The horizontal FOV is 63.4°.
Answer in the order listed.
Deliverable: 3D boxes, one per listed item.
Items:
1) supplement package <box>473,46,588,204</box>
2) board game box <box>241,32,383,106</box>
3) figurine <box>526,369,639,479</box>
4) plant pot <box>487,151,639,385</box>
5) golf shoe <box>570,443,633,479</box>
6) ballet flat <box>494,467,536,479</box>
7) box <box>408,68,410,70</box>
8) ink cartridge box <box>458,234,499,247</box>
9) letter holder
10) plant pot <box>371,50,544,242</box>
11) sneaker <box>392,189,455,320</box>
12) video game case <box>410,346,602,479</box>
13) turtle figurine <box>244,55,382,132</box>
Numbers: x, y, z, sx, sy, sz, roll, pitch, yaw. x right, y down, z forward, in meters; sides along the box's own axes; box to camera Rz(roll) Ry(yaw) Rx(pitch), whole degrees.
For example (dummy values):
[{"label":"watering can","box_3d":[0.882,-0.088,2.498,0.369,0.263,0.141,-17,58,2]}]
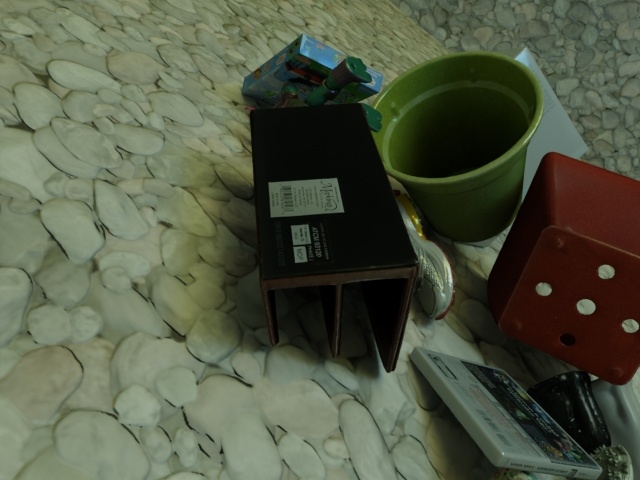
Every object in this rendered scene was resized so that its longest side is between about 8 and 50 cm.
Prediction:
[{"label":"supplement package","box_3d":[0.378,-0.237,1.112,0.262,0.199,0.198,47,0,-21]},{"label":"board game box","box_3d":[-0.021,-0.273,0.904,0.160,0.211,0.039,15,80,-31]},{"label":"figurine","box_3d":[0.415,0.300,0.733,0.215,0.092,0.209,11,50,-35]},{"label":"plant pot","box_3d":[0.402,0.051,0.777,0.267,0.267,0.236,25,29,20]},{"label":"golf shoe","box_3d":[0.339,0.332,0.608,0.086,0.069,0.176,42,58,-13]},{"label":"ballet flat","box_3d":[0.239,0.343,0.508,0.077,0.091,0.241,-18,55,-25]},{"label":"box","box_3d":[0.290,-0.288,1.272,0.257,0.128,0.122,22,37,-23]},{"label":"ink cartridge box","box_3d":[0.295,-0.056,1.061,0.099,0.056,0.135,9,42,-36]},{"label":"letter holder","box_3d":[0.000,0.000,0.653,0.152,0.214,0.301,-5,45,-5]},{"label":"plant pot","box_3d":[0.243,-0.133,0.899,0.254,0.276,0.276,55,12,-50]},{"label":"sneaker","box_3d":[0.123,0.026,0.792,0.093,0.088,0.225,-14,58,-24]},{"label":"video game case","box_3d":[0.222,0.211,0.643,0.173,0.022,0.190,19,16,-27]},{"label":"turtle figurine","box_3d":[-0.021,-0.179,0.809,0.118,0.234,0.175,-29,96,-49]}]
